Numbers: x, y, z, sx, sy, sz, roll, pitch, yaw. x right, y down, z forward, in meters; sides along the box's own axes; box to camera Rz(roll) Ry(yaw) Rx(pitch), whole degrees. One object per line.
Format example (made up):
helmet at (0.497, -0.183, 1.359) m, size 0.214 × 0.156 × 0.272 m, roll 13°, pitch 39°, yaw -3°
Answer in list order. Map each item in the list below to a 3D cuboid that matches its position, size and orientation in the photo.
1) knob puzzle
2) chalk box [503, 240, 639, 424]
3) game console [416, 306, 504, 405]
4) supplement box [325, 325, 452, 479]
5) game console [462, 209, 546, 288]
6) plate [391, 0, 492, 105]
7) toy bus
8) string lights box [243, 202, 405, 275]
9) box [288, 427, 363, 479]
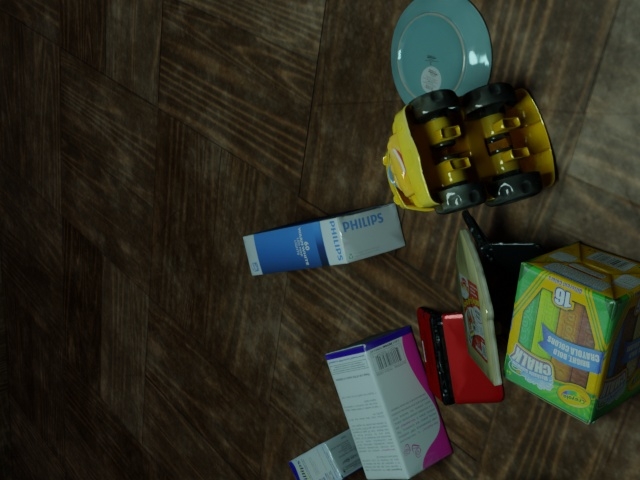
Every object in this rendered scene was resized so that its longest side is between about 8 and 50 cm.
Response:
knob puzzle at (0.217, 0.079, 1.064) m, size 0.213 × 0.030 × 0.213 m, roll -9°, pitch -90°, yaw -89°
chalk box at (0.322, 0.130, 0.974) m, size 0.132 × 0.132 × 0.213 m, roll 25°, pitch 120°, yaw 44°
game console at (0.213, 0.174, 1.213) m, size 0.124 × 0.085 × 0.144 m, roll -151°, pitch 51°, yaw -79°
supplement box at (0.112, 0.267, 1.287) m, size 0.114 × 0.111 × 0.220 m, roll -25°, pitch 82°, yaw 51°
game console at (0.255, 0.010, 1.049) m, size 0.071 × 0.122 × 0.107 m, roll -30°, pitch 50°, yaw 12°
plate at (0.163, -0.260, 1.121) m, size 0.188 × 0.024 × 0.188 m, roll 18°, pitch 115°, yaw 45°
toy bus at (0.159, -0.101, 1.035) m, size 0.211 × 0.220 × 0.149 m, roll -22°, pitch 82°, yaw 57°
string lights box at (0.000, 0.000, 1.314) m, size 0.259 × 0.133 × 0.077 m, roll -10°, pitch 94°, yaw 51°
box at (0.034, 0.388, 1.409) m, size 0.137 × 0.126 × 0.072 m, roll -43°, pitch 71°, yaw 48°
